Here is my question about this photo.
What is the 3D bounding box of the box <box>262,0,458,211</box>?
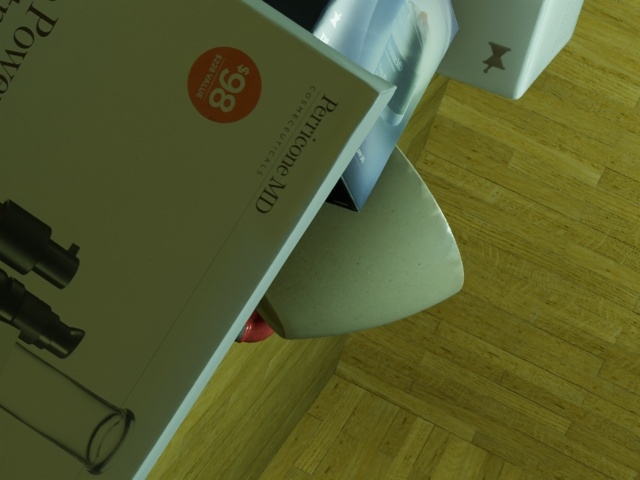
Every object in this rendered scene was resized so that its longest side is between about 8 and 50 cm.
[{"bbox_3d":[0.004,-0.244,1.377,0.294,0.182,0.296,-62,152,-18],"label":"box"}]

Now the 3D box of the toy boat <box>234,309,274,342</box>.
[{"bbox_3d":[-0.103,0.050,1.775,0.151,0.151,0.231,-117,-130,-78],"label":"toy boat"}]

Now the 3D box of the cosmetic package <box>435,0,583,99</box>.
[{"bbox_3d":[0.222,-0.443,1.693,0.394,0.329,0.327,-46,154,-59],"label":"cosmetic package"}]

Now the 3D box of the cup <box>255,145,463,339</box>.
[{"bbox_3d":[0.000,0.000,1.610,0.237,0.331,0.331,-34,162,-12],"label":"cup"}]

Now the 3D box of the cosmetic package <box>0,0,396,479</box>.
[{"bbox_3d":[-0.171,-0.019,0.783,0.377,0.284,0.097,-57,178,13],"label":"cosmetic package"}]
